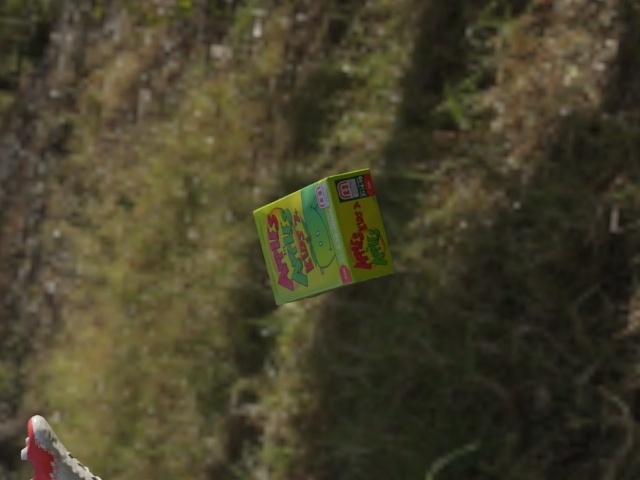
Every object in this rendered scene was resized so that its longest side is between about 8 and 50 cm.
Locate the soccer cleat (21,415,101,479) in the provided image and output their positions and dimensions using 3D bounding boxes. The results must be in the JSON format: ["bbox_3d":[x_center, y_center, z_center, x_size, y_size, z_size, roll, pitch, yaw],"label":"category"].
[{"bbox_3d":[-0.091,0.105,0.656,0.029,0.036,0.083,-105,-6,-83],"label":"soccer cleat"}]

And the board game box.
[{"bbox_3d":[0.000,0.000,1.469,0.181,0.043,0.092,-21,83,66],"label":"board game box"}]
